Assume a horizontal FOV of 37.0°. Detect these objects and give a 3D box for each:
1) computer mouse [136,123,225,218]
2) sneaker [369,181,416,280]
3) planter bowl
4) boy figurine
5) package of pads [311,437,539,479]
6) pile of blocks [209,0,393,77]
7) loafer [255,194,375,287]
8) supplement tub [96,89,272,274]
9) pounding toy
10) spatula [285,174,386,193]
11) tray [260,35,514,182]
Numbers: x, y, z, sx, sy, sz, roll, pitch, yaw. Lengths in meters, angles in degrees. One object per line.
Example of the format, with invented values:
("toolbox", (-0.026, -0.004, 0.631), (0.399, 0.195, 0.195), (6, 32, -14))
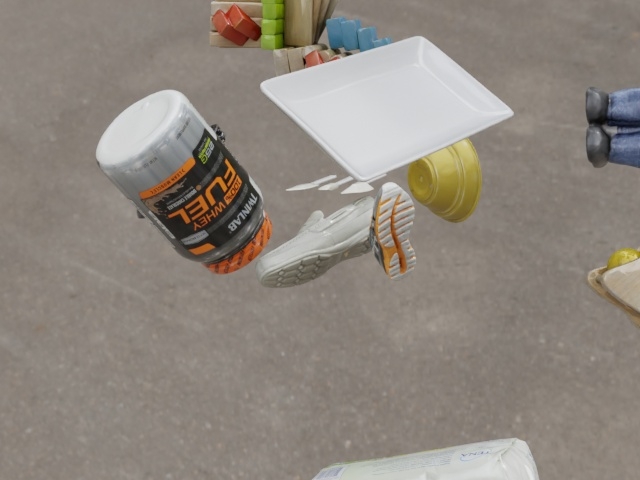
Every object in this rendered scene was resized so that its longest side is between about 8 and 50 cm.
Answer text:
("computer mouse", (-0.294, -0.143, 2.098), (0.184, 0.060, 0.262), (2, 56, 60))
("sneaker", (0.124, -0.021, 1.789), (0.084, 0.215, 0.083), (-24, 42, -21))
("planter bowl", (0.258, -0.142, 2.144), (0.090, 0.217, 0.217), (-8, 31, -30))
("boy figurine", (0.463, -0.130, 1.126), (0.285, 0.177, 0.092), (3, -1, 27))
("package of pads", (0.125, 0.353, 0.928), (0.229, 0.296, 0.101), (-16, -5, 25))
("pile of blocks", (-0.002, -0.272, 1.331), (0.362, 0.149, 0.112), (27, 19, 5))
("loafer", (0.000, 0.000, 1.910), (0.319, 0.112, 0.111), (-23, 63, -28))
("supplement tub", (-0.248, -0.102, 1.819), (0.207, 0.338, 0.207), (-24, 37, 20))
("pounding toy", (0.420, -0.010, 1.003), (0.269, 0.154, 0.155), (-30, -2, 0))
("spatula", (0.047, -0.121, 2.042), (0.168, 0.019, 0.242), (-2, 9, 21))
("tray", (0.071, -0.132, 0.960), (0.145, 0.030, 0.270), (45, 43, 18))
